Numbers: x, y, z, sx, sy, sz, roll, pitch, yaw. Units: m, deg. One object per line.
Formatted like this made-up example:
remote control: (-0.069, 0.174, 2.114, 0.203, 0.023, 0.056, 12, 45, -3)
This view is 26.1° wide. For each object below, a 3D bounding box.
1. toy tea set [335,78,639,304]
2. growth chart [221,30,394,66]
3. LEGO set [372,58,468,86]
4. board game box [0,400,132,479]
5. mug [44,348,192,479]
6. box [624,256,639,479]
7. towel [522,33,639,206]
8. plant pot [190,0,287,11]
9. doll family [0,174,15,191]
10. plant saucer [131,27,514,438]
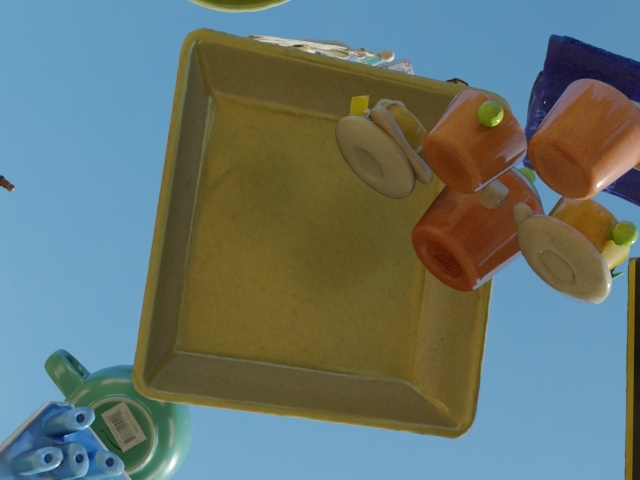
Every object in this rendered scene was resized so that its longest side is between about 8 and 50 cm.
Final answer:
toy tea set: (0.167, -0.057, 1.101, 0.336, 0.124, 0.200, 5, -47, 58)
growth chart: (-0.033, -0.240, 1.747, 0.172, 0.237, 0.021, -161, -103, -86)
LEGO set: (0.088, -0.100, 1.441, 0.060, 0.244, 0.182, -11, -85, 49)
board game box: (-0.197, 0.383, 1.036, 0.050, 0.390, 0.390, -19, -68, 48)
mug: (-0.207, 0.184, 1.355, 0.097, 0.157, 0.129, 113, -11, -87)
box: (0.337, 0.203, 1.222, 0.079, 0.257, 0.322, -4, -112, 25)
towel: (0.372, -0.097, 1.508, 0.308, 0.076, 0.228, 20, -24, 13)
plant pot: (-0.115, -0.493, 1.874, 0.254, 0.276, 0.276, -98, -160, -50)
doll family: (-0.400, -0.039, 1.418, 0.076, 0.193, 0.111, 61, 26, -80)
plant saucer: (0.000, 0.000, 1.295, 0.081, 0.332, 0.333, 171, -72, -71)
